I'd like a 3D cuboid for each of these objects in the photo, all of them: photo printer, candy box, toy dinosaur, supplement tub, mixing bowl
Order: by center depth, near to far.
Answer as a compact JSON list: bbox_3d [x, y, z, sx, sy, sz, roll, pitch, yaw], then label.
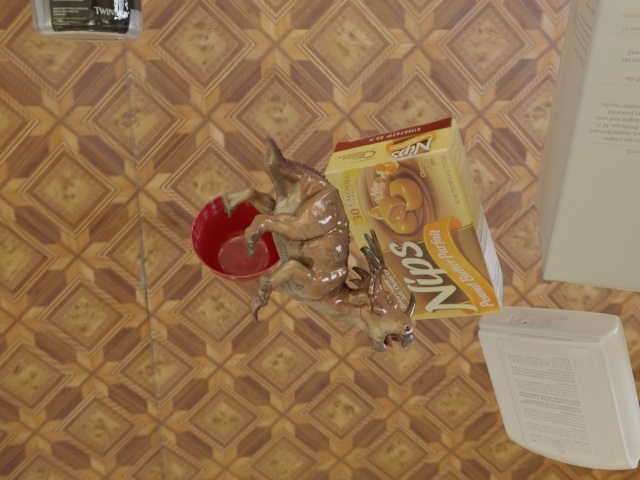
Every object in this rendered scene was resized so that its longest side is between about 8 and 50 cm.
[{"bbox_3d":[-0.254,-0.315,0.706,0.117,0.117,0.190,-1,101,-6],"label":"supplement tub"},{"bbox_3d":[0.000,0.000,0.814,0.200,0.127,0.296,-18,107,-15],"label":"toy dinosaur"},{"bbox_3d":[0.152,-0.016,0.995,0.183,0.087,0.316,-8,129,26],"label":"candy box"},{"bbox_3d":[0.442,0.276,1.200,0.107,0.256,0.307,-36,114,-39],"label":"photo printer"},{"bbox_3d":[-0.145,0.010,1.221,0.181,0.181,0.098,-3,149,-5],"label":"mixing bowl"}]

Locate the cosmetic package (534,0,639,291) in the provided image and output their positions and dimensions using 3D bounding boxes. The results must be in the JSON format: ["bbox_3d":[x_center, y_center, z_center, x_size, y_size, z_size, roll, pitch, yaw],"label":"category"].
[{"bbox_3d":[0.374,-0.150,0.813,0.156,0.217,0.385,5,127,12],"label":"cosmetic package"}]
